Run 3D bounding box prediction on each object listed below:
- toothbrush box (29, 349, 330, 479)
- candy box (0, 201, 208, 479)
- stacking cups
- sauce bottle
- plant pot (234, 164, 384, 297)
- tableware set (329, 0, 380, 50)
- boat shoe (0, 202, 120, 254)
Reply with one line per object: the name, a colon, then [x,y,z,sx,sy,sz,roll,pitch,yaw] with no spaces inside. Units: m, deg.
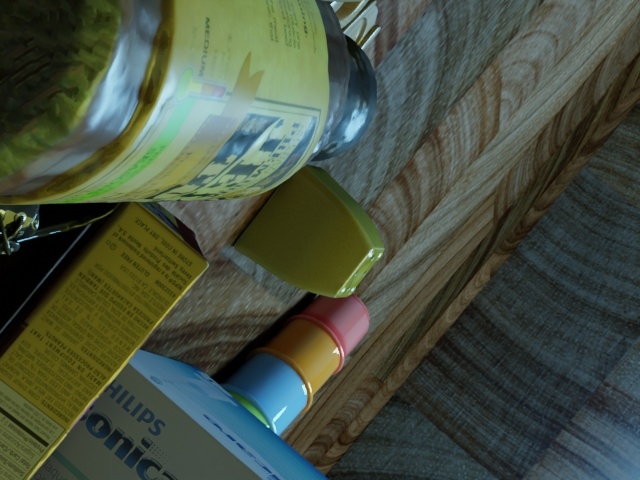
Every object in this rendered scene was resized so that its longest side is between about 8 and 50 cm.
toothbrush box: [-0.082,0.193,0.936,0.126,0.216,0.295,-50,169,-4]
candy box: [-0.136,0.060,0.640,0.186,0.053,0.109,-49,-168,0]
stacking cups: [-0.054,0.160,1.233,0.316,0.096,0.096,-40,165,-41]
sauce bottle: [-0.050,-0.069,0.494,0.111,0.111,0.344,-53,167,13]
plant pot: [0.000,0.000,0.970,0.081,0.083,0.081,-52,169,8]
tableware set: [-0.007,-0.107,0.768,0.141,0.020,0.168,-48,169,-12]
boat shoe: [-0.132,-0.016,0.529,0.049,0.040,0.142,-56,167,28]
